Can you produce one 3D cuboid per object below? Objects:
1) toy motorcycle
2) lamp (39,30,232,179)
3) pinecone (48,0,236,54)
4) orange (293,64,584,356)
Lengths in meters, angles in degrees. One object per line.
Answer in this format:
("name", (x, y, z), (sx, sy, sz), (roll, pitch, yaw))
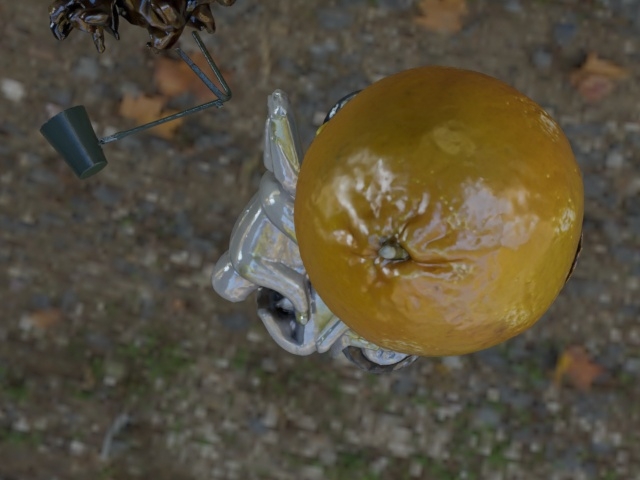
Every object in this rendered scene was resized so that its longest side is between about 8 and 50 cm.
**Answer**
("toy motorcycle", (0.000, 0.000, 1.726), (0.222, 0.108, 0.341), (-3, 125, -2))
("lamp", (-0.115, -0.077, 1.079), (0.121, 0.054, 0.041), (-33, 173, 21))
("pinecone", (-0.092, -0.247, 1.115), (0.224, 0.273, 0.224), (24, 173, 3))
("orange", (0.086, -0.021, 1.289), (0.219, 0.219, 0.193), (7, 178, 8))
